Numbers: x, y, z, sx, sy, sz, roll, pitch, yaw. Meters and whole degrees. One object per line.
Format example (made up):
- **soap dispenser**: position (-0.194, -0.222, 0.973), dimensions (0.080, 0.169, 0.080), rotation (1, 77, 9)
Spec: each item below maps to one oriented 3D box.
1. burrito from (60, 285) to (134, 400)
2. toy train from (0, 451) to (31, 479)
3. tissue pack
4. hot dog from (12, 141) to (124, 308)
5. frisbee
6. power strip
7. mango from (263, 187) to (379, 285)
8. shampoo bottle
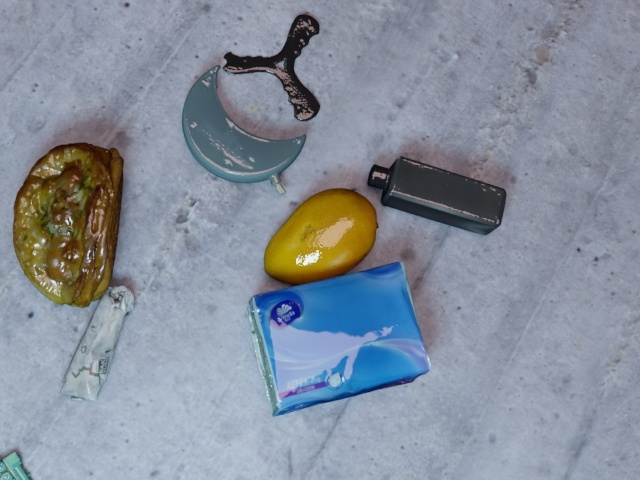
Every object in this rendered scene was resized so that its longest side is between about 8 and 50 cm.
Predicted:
- **burrito**: position (-0.362, 0.169, 1.533), dimensions (0.064, 0.064, 0.203), rotation (21, 75, -4)
- **toy train**: position (-0.480, 0.381, 1.478), dimensions (0.045, 0.029, 0.092), rotation (-34, 88, -32)
- **tissue pack**: position (0.026, 0.164, 1.555), dimensions (0.263, 0.146, 0.198), rotation (-12, 78, -12)
- **hot dog**: position (-0.407, -0.029, 1.532), dimensions (0.196, 0.122, 0.272), rotation (-1, 74, 25)
- **frisbee**: position (-0.087, -0.320, 1.724), dimensions (0.187, 0.012, 0.211), rotation (-2, 78, -10)
- **power strip**: position (-0.142, -0.183, 1.660), dimensions (0.253, 0.054, 0.167), rotation (41, 76, 2)
- **mango**: position (0.000, 0.000, 1.616), dimensions (0.219, 0.112, 0.145), rotation (-34, 84, -4)
- **shampoo bottle**: position (0.205, -0.083, 1.681), dimensions (0.246, 0.080, 0.079), rotation (17, 73, -5)
